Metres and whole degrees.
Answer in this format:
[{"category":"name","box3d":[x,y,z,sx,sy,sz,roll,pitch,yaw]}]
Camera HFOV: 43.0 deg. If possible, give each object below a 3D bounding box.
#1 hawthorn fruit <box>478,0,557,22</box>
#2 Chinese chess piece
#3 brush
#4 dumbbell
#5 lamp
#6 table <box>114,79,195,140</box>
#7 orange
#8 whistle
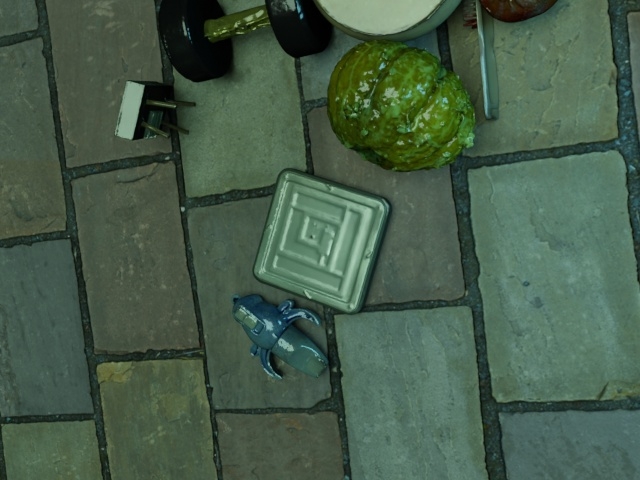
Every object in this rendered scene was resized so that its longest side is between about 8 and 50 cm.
[{"category":"hawthorn fruit","box3d":[0.379,-0.500,1.531,0.173,0.173,0.172,2,95,21]},{"category":"Chinese chess piece","box3d":[0.128,-0.549,1.560,0.338,0.140,0.338,5,106,17]},{"category":"brush","box3d":[0.315,-0.399,1.617,0.050,0.060,0.321,-4,93,34]},{"category":"dumbbell","box3d":[-0.156,-0.464,1.718,0.322,0.204,0.203,-9,91,21]},{"category":"lamp","box3d":[0.000,0.000,1.777,0.269,0.047,0.266,19,99,19]},{"category":"table","box3d":[-0.358,-0.282,1.803,0.111,0.240,0.121,16,101,0]},{"category":"orange","box3d":[0.150,-0.244,1.575,0.301,0.300,0.223,31,85,-16]},{"category":"whistle","box3d":[-0.095,0.207,1.816,0.269,0.093,0.180,39,107,8]}]
